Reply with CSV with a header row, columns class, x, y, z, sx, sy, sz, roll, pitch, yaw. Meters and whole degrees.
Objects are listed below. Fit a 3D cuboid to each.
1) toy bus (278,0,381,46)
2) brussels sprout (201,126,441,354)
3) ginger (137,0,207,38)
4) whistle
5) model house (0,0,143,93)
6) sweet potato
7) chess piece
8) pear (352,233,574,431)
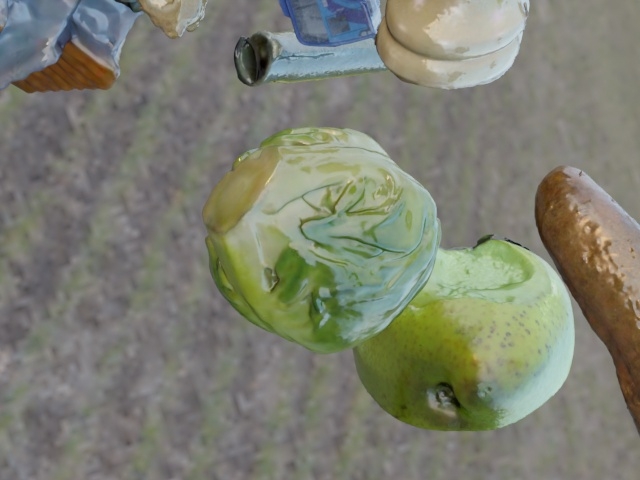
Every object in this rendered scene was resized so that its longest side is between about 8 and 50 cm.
class,x,y,z,sx,sy,sz,roll,pitch,yaw
toy bus,-0.010,-0.290,1.755,0.079,0.094,0.236,-62,138,-65
brussels sprout,0.000,0.000,1.781,0.161,0.223,0.223,-112,178,-66
ginger,-0.128,-0.222,1.354,0.173,0.051,0.069,56,36,-16
whistle,0.047,-0.197,2.010,0.326,0.068,0.057,-10,114,-44
model house,-0.286,-0.220,1.731,0.297,0.339,0.360,28,21,-13
sweet potato,0.269,0.092,1.520,0.341,0.092,0.114,65,-22,1
chess piece,0.135,-0.282,1.561,0.124,0.138,0.307,-118,-149,-45
pear,0.172,0.115,2.336,0.292,0.292,0.159,-79,167,-63
